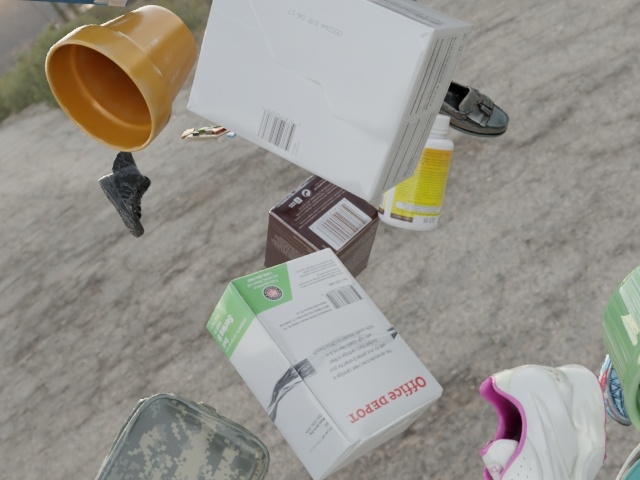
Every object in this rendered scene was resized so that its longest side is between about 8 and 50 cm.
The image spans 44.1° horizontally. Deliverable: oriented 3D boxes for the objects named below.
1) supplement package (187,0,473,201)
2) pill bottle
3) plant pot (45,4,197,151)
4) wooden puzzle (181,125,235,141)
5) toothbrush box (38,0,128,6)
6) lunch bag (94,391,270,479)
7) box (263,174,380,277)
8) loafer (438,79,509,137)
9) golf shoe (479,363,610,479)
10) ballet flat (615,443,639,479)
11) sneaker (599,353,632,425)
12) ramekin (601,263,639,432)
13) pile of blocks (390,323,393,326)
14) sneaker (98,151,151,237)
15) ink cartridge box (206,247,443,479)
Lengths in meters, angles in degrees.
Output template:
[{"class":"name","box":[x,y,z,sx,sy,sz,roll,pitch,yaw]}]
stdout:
[{"class":"supplement package","box":[0.007,-0.203,0.931,0.145,0.262,0.204,-31,-35,-57]},{"class":"pill bottle","box":[0.182,-0.133,1.487,0.117,0.215,0.117,9,13,-2]},{"class":"plant pot","box":[-0.305,-0.282,1.292,0.205,0.205,0.188,-14,32,44]},{"class":"wooden puzzle","box":[-0.205,-0.200,1.459,0.116,0.014,0.078,-1,24,16]},{"class":"toothbrush box","box":[-0.379,-0.531,1.242,0.216,0.126,0.295,-12,-36,-45]},{"class":"lunch bag","box":[-0.230,0.383,1.157,0.305,0.212,0.256,-63,3,-14]},{"class":"box","box":[0.000,0.000,1.646,0.168,0.167,0.203,-41,-21,-30]},{"class":"loafer","box":[0.298,-0.309,1.749,0.084,0.267,0.096,110,-178,-60]},{"class":"golf shoe","box":[0.231,0.280,0.840,0.115,0.140,0.306,125,151,-63]},{"class":"ballet flat","box":[0.494,0.273,1.040,0.139,0.139,0.400,-121,44,-69]},{"class":"sneaker","box":[0.677,0.267,1.700,0.125,0.104,0.262,146,136,-71]},{"class":"ramekin","box":[0.540,0.133,1.078,0.303,0.303,0.148,-30,36,15]},{"class":"pile of blocks","box":[0.055,0.241,2.185,0.149,0.362,0.112,-45,23,21]},{"class":"sneaker","box":[-0.353,-0.092,1.486,0.089,0.170,0.051,-31,-18,-19]},{"class":"ink cartridge box","box":[0.004,0.173,1.156,0.211,0.289,0.121,-17,-30,-44]}]
